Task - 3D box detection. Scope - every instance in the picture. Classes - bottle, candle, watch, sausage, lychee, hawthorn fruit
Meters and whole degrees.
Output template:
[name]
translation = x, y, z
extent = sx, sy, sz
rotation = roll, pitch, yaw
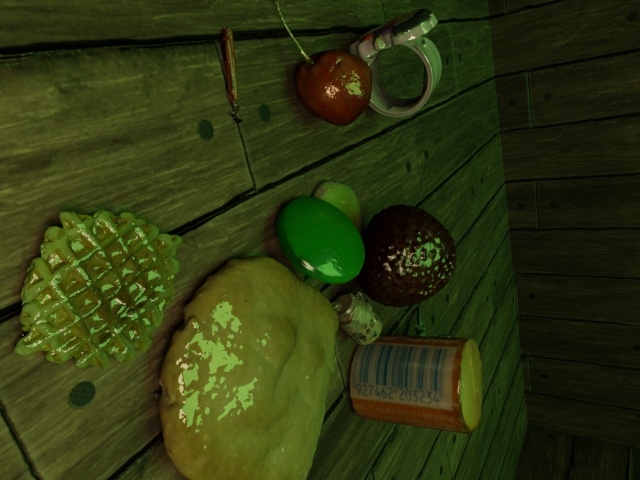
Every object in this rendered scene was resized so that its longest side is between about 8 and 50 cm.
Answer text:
[bottle]
translation = 0.083, 0.181, 1.141
extent = 0.152, 0.099, 0.098
rotation = 51, 50, -38
[candle]
translation = -0.161, -0.296, 0.844
extent = 0.026, 0.021, 0.167
rotation = -12, 102, -45
[watch]
translation = 0.208, -0.439, 1.190
extent = 0.196, 0.244, 0.231
rotation = -50, 122, -44
[sausage]
translation = 0.249, 0.362, 1.212
extent = 0.233, 0.287, 0.232
rotation = 15, 72, -58
[lychee]
translation = 0.202, 0.040, 1.138
extent = 0.261, 0.261, 0.260
rotation = 0, 90, -56
[hawthorn fruit]
translation = -0.008, -0.365, 0.974
extent = 0.285, 0.165, 0.165
rotation = 37, 60, -38

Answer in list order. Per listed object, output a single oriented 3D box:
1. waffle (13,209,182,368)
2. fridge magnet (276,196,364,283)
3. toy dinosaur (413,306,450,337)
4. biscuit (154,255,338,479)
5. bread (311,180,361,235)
[waffle]
translation = -0.286, 0.064, 0.630
extent = 0.208, 0.054, 0.213
rotation = 23, 77, -57
[fridge magnet]
translation = 0.000, 0.000, 0.970
extent = 0.208, 0.088, 0.207
rotation = 21, 47, -25
[toy dinosaur]
translation = 0.317, 0.329, 1.417
extent = 0.392, 0.092, 0.205
rotation = -104, -167, -60
[biscuit]
translation = -0.099, 0.242, 0.862
extent = 0.446, 0.104, 0.429
rotation = 53, 49, -42
[bread]
translation = 0.043, -0.041, 1.133
extent = 0.229, 0.034, 0.228
rotation = -1, 91, -54
